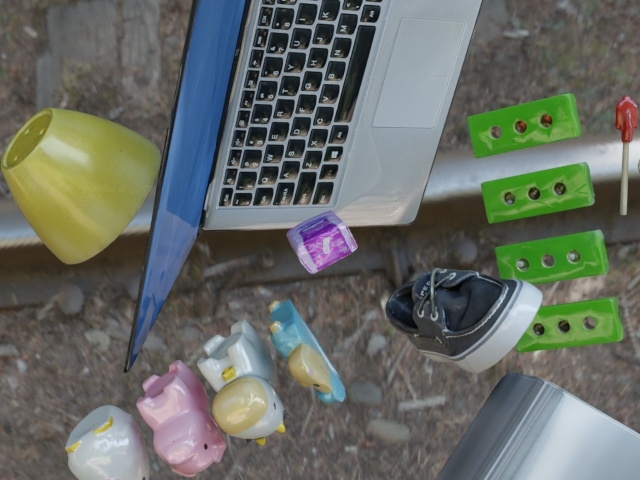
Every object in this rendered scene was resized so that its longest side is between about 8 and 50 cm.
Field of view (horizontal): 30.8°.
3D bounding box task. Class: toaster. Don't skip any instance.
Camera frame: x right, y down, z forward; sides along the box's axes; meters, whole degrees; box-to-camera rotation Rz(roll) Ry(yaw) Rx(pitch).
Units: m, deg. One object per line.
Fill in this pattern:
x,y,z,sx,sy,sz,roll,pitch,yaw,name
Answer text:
0.162,0.167,0.707,0.168,0.186,0.110,30,86,4,toaster

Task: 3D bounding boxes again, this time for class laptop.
0.016,-0.123,0.991,0.407,0.382,0.236,-2,32,-30,laptop

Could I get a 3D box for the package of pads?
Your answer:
0.000,0.000,1.031,0.050,0.083,0.032,-29,103,-2,package of pads

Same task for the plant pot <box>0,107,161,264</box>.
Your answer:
-0.220,-0.061,1.017,0.134,0.095,0.134,-31,36,26,plant pot

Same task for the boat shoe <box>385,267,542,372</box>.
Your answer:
0.108,0.055,0.965,0.076,0.228,0.080,34,82,-7,boat shoe

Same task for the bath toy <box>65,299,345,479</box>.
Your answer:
-0.145,0.215,1.391,0.348,0.151,0.129,-30,108,16,bath toy

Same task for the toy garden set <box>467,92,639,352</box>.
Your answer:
0.269,-0.024,1.140,0.203,0.049,0.244,-11,93,30,toy garden set
